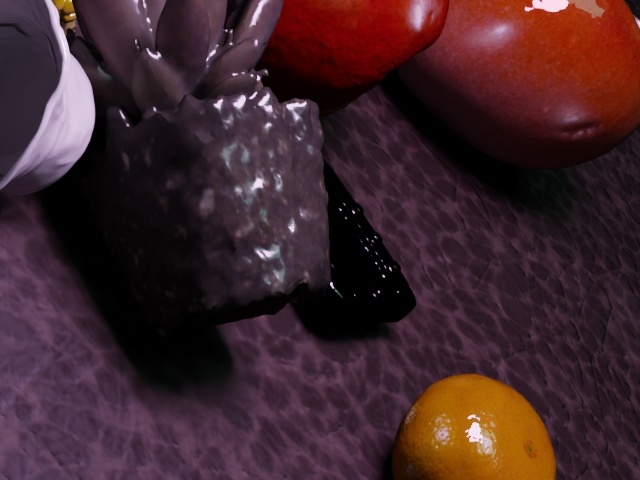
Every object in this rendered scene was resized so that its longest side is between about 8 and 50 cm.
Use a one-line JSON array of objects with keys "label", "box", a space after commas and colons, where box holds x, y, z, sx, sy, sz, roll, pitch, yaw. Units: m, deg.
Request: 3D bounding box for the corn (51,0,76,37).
[{"label": "corn", "box": [-0.303, -0.286, 1.568, 0.291, 0.101, 0.101, 51, 27, 4]}]

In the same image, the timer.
[{"label": "timer", "box": [0.000, 0.000, 1.728, 0.144, 0.055, 0.187, 3, 49, -58]}]

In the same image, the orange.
[{"label": "orange", "box": [0.132, 0.196, 1.611, 0.156, 0.124, 0.156, 26, 54, -42]}]

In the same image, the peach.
[{"label": "peach", "box": [-0.040, -0.287, 1.794, 0.338, 0.281, 0.281, 51, 27, -2]}]

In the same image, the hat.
[{"label": "hat", "box": [-0.245, -0.108, 1.378, 0.203, 0.203, 0.126, 63, 14, 22]}]

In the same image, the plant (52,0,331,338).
[{"label": "plant", "box": [-0.109, -0.089, 1.483, 0.182, 0.194, 0.320, -3, 78, -53]}]

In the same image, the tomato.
[{"label": "tomato", "box": [0.224, -0.234, 2.132, 0.341, 0.273, 0.341, 59, 8, -14]}]
